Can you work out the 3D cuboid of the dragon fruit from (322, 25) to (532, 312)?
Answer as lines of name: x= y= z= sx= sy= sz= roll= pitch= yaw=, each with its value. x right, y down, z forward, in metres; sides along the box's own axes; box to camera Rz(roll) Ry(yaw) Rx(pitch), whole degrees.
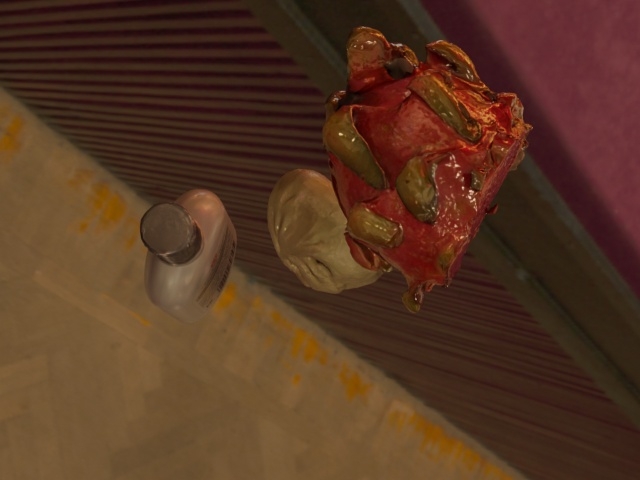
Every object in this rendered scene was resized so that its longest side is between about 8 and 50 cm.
dragon fruit: x=0.061 y=-0.061 z=0.611 sx=0.150 sy=0.207 sz=0.133 roll=-2 pitch=144 yaw=-27

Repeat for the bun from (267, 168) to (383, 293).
bun: x=0.000 y=0.000 z=1.481 sx=0.133 sy=0.231 sz=0.231 roll=-43 pitch=126 yaw=-13

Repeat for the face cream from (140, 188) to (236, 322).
face cream: x=-0.147 y=0.015 z=1.052 sx=0.291 sy=0.071 sz=0.143 roll=87 pitch=23 yaw=-81
